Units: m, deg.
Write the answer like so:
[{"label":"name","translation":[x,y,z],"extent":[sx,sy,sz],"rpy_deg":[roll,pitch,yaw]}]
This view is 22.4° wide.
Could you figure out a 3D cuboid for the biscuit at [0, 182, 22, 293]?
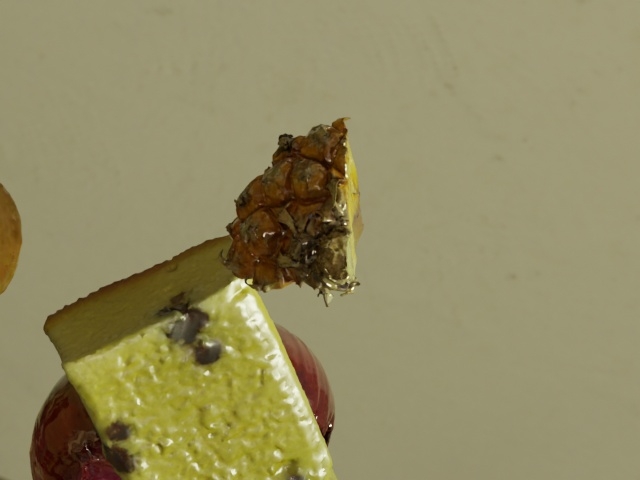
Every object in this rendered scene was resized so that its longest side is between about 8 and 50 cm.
[{"label":"biscuit","translation":[-0.280,-0.025,0.858],"extent":[0.064,0.283,0.432],"rpy_deg":[-6,-91,35]}]

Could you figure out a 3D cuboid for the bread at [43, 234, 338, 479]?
[{"label":"bread","translation":[-0.052,0.179,1.105],"extent":[0.138,0.361,0.077],"rpy_deg":[-26,-151,-6]}]

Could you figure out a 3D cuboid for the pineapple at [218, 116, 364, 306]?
[{"label":"pineapple","translation":[0.000,0.000,0.925],"extent":[0.114,0.077,0.114],"rpy_deg":[-45,-145,15]}]

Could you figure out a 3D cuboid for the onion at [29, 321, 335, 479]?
[{"label":"onion","translation":[-0.111,0.147,1.293],"extent":[0.248,0.248,0.161],"rpy_deg":[-60,-149,16]}]
